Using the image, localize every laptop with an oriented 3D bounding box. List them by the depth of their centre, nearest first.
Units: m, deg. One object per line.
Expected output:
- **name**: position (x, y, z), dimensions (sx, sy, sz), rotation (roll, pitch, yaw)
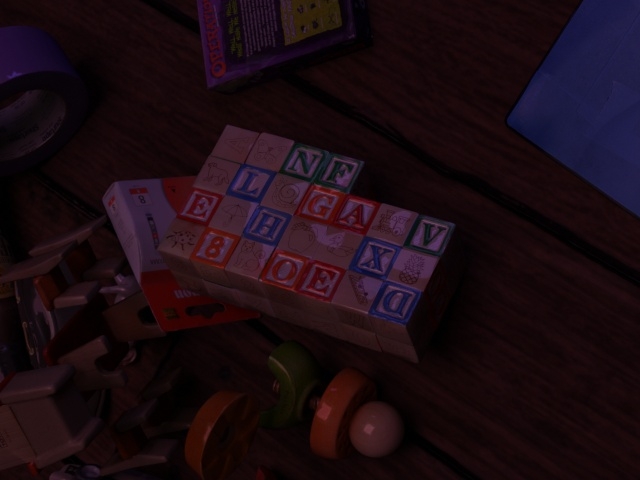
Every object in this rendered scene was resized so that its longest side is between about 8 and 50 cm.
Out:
- **laptop**: position (0.375, -0.177, 1.410), dimensions (0.236, 0.408, 0.382), rotation (31, 102, -3)

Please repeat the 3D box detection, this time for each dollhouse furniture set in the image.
- **dollhouse furniture set**: position (-0.276, 0.145, 1.707), dimensions (0.135, 0.259, 0.262), rotation (-18, 107, 25)

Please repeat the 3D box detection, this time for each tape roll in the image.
- **tape roll**: position (-0.384, -0.167, 1.901), dimensions (0.189, 0.189, 0.080), rotation (-44, 64, 20)

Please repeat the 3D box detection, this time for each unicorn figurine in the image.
- **unicorn figurine**: position (-0.232, 0.074, 1.846), dimensions (0.111, 0.060, 0.162), rotation (11, 113, -4)

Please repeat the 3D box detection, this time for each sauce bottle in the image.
- **sauce bottle**: position (-0.428, 0.052, 1.944), dimensions (0.111, 0.111, 0.344), rotation (-28, 78, 26)

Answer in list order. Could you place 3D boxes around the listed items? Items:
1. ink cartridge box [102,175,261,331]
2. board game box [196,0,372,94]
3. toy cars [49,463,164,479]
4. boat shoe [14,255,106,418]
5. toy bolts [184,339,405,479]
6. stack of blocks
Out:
- **ink cartridge box**: position (-0.149, 0.010, 1.754), dimensions (0.045, 0.145, 0.179), rotation (-50, 59, 40)
- **board game box**: position (-0.059, -0.363, 1.811), dimensions (0.208, 0.056, 0.346), rotation (-14, 76, 26)
- **toy cars**: position (-0.300, 0.345, 1.836), dimensions (0.394, 0.087, 0.176), rotation (-24, 107, 26)
- **boat shoe**: position (-0.318, 0.123, 1.890), dimensions (0.069, 0.081, 0.227), rotation (-25, 71, 41)
- **toy bolts**: position (-0.026, 0.252, 1.630), dimensions (0.158, 0.218, 0.228), rotation (23, 114, 26)
- **stack of blocks**: position (0.000, 0.000, 1.656), dimensions (0.297, 0.087, 0.171), rotation (17, 64, 24)
